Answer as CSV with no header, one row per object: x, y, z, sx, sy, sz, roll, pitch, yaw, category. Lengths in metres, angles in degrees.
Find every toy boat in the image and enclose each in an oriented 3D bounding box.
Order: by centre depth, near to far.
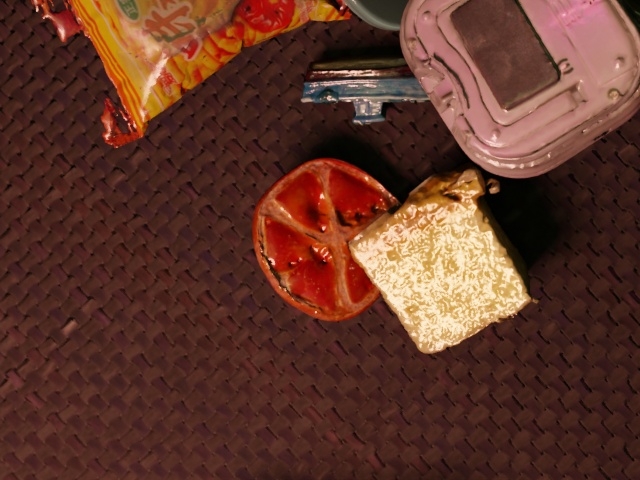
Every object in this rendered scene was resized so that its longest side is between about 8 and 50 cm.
0.048,-0.144,1.216,0.137,0.060,0.061,-5,118,6,toy boat

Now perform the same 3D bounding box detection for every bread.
0.118,0.014,1.182,0.152,0.127,0.147,-30,93,8,bread

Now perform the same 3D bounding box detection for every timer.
0.182,-0.171,1.121,0.190,0.069,0.209,-33,77,9,timer

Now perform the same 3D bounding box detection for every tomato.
0.000,0.000,1.211,0.155,0.069,0.156,3,80,-21,tomato

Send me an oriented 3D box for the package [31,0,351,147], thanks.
-0.123,-0.246,1.196,0.288,0.108,0.223,-26,96,1,package

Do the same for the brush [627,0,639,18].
0.313,-0.175,1.177,0.301,0.071,0.084,26,93,4,brush

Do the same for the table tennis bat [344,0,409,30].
0.034,-0.280,1.171,0.201,0.033,0.124,37,61,-22,table tennis bat
